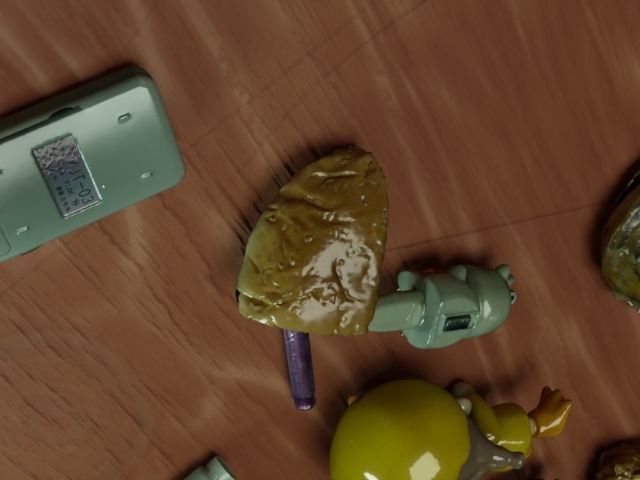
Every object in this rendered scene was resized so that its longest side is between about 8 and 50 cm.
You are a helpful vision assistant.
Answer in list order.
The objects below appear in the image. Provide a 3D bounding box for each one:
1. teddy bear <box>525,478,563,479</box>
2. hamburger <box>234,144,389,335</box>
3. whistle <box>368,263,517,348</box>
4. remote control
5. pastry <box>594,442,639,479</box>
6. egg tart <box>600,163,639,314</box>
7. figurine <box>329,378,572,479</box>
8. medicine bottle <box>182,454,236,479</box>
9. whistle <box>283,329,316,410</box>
[{"bbox_3d":[0.322,0.452,1.697,0.177,0.140,0.190,-11,115,-19],"label":"teddy bear"},{"bbox_3d":[0.000,0.000,1.234,0.155,0.135,0.207,6,114,-33],"label":"hamburger"},{"bbox_3d":[0.150,0.083,1.388,0.253,0.106,0.101,-6,91,-33],"label":"whistle"},{"bbox_3d":[-0.285,-0.059,1.090,0.296,0.056,0.140,-25,126,-11],"label":"remote control"},{"bbox_3d":[0.482,0.448,1.794,0.154,0.102,0.250,-3,120,-26],"label":"pastry"},{"bbox_3d":[0.521,-0.002,1.528,0.297,0.132,0.297,-18,127,-26],"label":"egg tart"},{"bbox_3d":[0.173,0.271,1.478,0.344,0.187,0.215,-5,134,-34],"label":"figurine"},{"bbox_3d":[-0.151,0.315,1.402,0.083,0.047,0.047,-38,130,-1],"label":"medicine bottle"},{"bbox_3d":[-0.027,0.140,1.370,0.033,0.033,0.176,-18,126,-18],"label":"whistle"}]
